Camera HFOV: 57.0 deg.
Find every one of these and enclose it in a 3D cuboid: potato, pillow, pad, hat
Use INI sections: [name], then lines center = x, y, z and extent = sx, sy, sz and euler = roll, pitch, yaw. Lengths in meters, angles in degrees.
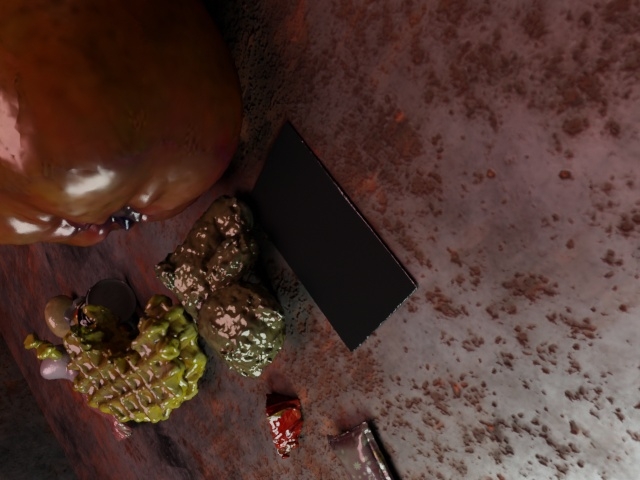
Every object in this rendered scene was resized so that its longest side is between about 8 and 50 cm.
[potato]
center = -0.782, 0.237, 1.811
extent = 0.112, 0.112, 0.147
euler = -36, 78, 51
[pillow]
center = 0.078, 0.380, 0.936
extent = 0.118, 0.043, 0.185
euler = -34, 83, 49
[pad]
center = 0.000, 0.000, 0.859
extent = 0.299, 0.005, 0.202
euler = 53, 140, 16
[hat]
center = -0.654, 0.467, 1.777
extent = 0.286, 0.107, 0.237
euler = 55, 152, -6

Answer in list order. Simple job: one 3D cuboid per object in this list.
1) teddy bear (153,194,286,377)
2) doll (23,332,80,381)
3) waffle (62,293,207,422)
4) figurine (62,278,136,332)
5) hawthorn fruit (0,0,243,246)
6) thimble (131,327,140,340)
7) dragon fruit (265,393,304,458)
[teddy bear]
center = -0.147, 0.093, 0.960
extent = 0.256, 0.156, 0.267
euler = 44, 137, 22
[doll]
center = -0.556, 0.332, 1.463
extent = 0.160, 0.365, 0.094
euler = 14, 74, 44
[waffle]
center = -0.400, 0.257, 1.285
extent = 0.324, 0.151, 0.261
euler = -10, 103, 31
[figurine]
center = -0.559, 0.203, 1.513
extent = 0.236, 0.133, 0.176
euler = -34, 85, 47
[hawthorn fruit]
center = -0.343, -0.217, 0.814
extent = 0.472, 0.472, 0.471
euler = 25, 127, 39
[thimble]
center = -0.408, 0.256, 1.418
extent = 0.110, 0.062, 0.084
euler = 50, 138, 18
[dragon fruit]
center = -0.059, 0.343, 1.082
extent = 0.097, 0.063, 0.131
euler = -127, 25, -79
